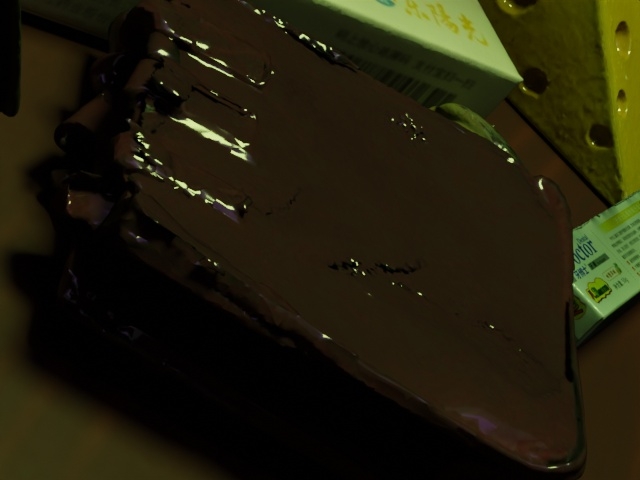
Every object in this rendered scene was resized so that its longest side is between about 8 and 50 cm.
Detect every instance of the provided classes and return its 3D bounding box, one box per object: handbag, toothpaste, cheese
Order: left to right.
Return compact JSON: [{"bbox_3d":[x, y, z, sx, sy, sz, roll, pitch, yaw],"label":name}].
[{"bbox_3d":[-0.001,0.002,0.741,0.216,0.074,0.203,30,30,-19],"label":"handbag"},{"bbox_3d":[0.146,-0.096,1.080,0.093,0.126,0.171,-28,93,-60],"label":"cheese"},{"bbox_3d":[0.139,0.011,0.949,0.046,0.034,0.164,48,28,9],"label":"toothpaste"}]

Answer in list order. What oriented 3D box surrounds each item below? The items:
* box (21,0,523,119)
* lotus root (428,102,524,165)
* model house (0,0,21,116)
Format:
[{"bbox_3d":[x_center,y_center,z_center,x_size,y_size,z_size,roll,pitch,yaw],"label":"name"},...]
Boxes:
[{"bbox_3d":[-0.075,-0.163,0.882,0.343,0.065,0.200,16,37,-40],"label":"box"},{"bbox_3d":[0.067,-0.021,0.882,0.054,0.049,0.099,-18,57,-32],"label":"lotus root"},{"bbox_3d":[-0.174,-0.142,0.533,0.204,0.243,0.211,2,48,-52],"label":"model house"}]
